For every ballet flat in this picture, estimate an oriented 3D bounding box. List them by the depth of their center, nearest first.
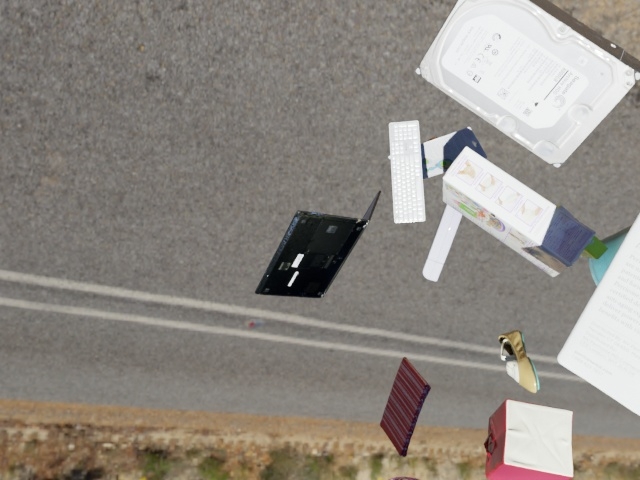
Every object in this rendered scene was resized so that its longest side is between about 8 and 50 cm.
[{"bbox_3d":[0.516,0.321,1.730,0.073,0.232,0.080,-6,115,8],"label":"ballet flat"}]

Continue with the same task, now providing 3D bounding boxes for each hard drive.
[{"bbox_3d":[0.373,-0.316,1.212,0.338,0.064,0.237,35,135,2],"label":"hard drive"}]

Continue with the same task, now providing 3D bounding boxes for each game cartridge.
[{"bbox_3d":[0.362,-0.040,1.878,0.062,0.297,0.198,21,-165,12],"label":"game cartridge"}]

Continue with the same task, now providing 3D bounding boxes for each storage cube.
[{"bbox_3d":[0.575,0.568,1.823,0.214,0.184,0.193,10,150,4],"label":"storage cube"}]

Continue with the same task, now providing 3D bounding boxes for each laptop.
[{"bbox_3d":[0.000,0.000,1.430,0.264,0.137,0.234,6,129,-31],"label":"laptop"}]

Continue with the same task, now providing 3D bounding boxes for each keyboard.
[{"bbox_3d":[0.205,-0.165,1.563,0.072,0.256,0.014,-5,163,14],"label":"keyboard"}]

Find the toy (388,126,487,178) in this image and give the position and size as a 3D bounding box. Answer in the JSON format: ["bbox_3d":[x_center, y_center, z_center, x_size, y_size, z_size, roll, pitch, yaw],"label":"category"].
[{"bbox_3d":[0.321,-0.245,1.816,0.237,0.056,0.137,-20,140,25],"label":"toy"}]

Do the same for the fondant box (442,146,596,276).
[{"bbox_3d":[0.438,-0.058,1.505,0.330,0.096,0.238,36,179,14],"label":"fondant box"}]

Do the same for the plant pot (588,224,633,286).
[{"bbox_3d":[0.929,0.056,1.800,0.271,0.272,0.255,14,143,-26],"label":"plant pot"}]

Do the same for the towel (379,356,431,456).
[{"bbox_3d":[0.279,0.555,2.198,0.031,0.199,0.275,12,104,-21],"label":"towel"}]

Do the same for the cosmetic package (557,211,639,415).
[{"bbox_3d":[0.569,0.026,1.007,0.230,0.161,0.454,0,119,-52],"label":"cosmetic package"}]

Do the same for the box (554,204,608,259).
[{"bbox_3d":[0.619,-0.029,1.640,0.042,0.178,0.109,-47,-179,3],"label":"box"}]

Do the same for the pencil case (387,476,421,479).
[{"bbox_3d":[0.182,0.779,1.635,0.160,0.167,0.386,-18,128,-49],"label":"pencil case"}]
